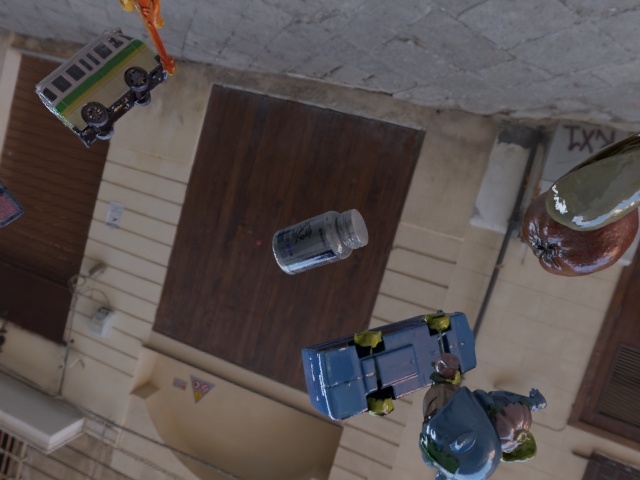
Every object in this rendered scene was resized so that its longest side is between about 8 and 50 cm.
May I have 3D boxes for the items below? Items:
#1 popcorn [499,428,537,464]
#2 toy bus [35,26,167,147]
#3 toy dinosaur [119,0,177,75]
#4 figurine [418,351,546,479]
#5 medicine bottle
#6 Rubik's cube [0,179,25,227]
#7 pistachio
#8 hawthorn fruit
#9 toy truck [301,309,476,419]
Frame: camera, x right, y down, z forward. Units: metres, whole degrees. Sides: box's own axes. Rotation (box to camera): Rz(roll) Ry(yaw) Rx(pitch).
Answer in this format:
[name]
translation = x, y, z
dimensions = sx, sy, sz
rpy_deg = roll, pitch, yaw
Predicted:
[popcorn]
translation = 0.384, 0.411, 0.891
dimensions = 0.162, 0.141, 0.135
rpy_deg = 14, -136, 28
[toy bus]
translation = -0.572, -0.417, 1.085
dimensions = 0.179, 0.305, 0.143
rpy_deg = 44, 165, -12
[toy dinosaur]
translation = -0.231, -0.344, 0.514
dimensions = 0.070, 0.288, 0.117
rpy_deg = -13, 156, -20
[figurine]
translation = 0.195, 0.224, 0.534
dimensions = 0.178, 0.114, 0.144
rpy_deg = -11, -131, -24
[medicine bottle]
translation = 0.000, 0.000, 0.878
dimensions = 0.191, 0.107, 0.107
rpy_deg = -19, 168, 25
[Rubik's cube]
translation = -0.803, -0.074, 0.731
dimensions = 0.293, 0.292, 0.287
rpy_deg = -1, -142, 36
[pistachio]
translation = 0.495, -0.103, 0.707
dimensions = 0.131, 0.206, 0.129
rpy_deg = 18, -132, -16
[hawthorn fruit]
translation = 0.595, -0.040, 0.901
dimensions = 0.262, 0.210, 0.210
rpy_deg = -24, -173, -1
[toy truck]
translation = 0.157, 0.252, 0.882
dimensions = 0.385, 0.161, 0.162
rpy_deg = -9, 175, -27
